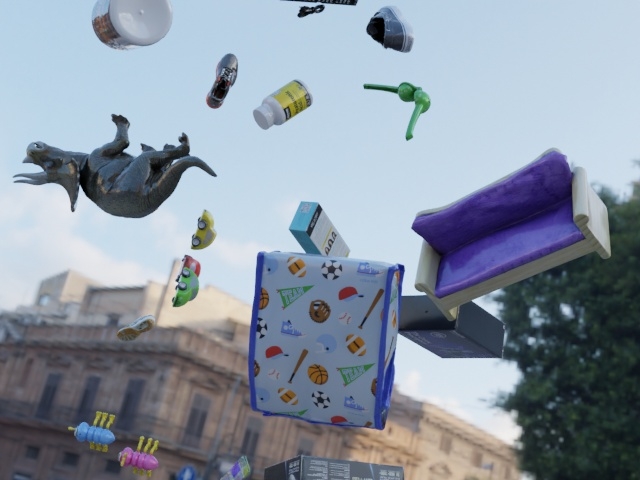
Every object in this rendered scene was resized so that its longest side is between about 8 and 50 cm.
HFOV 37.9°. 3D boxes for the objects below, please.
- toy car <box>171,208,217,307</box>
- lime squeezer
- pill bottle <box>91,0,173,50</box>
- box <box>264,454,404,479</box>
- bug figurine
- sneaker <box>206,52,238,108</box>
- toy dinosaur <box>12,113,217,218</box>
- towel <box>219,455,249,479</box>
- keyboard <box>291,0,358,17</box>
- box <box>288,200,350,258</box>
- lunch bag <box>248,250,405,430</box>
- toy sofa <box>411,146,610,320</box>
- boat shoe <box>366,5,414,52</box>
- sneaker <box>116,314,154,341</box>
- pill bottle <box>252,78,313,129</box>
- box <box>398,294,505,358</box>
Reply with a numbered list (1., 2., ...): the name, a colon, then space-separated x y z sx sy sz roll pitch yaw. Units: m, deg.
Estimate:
1. toy car: -0.297 0.073 2.164 0.053 0.225 0.239 19 -49 -10
2. lime squeezer: 0.204 -0.333 2.258 0.059 0.110 0.310 44 10 -36
3. pill bottle: -0.399 -0.460 1.932 0.130 0.130 0.246 23 -3 -25
4. box: 0.019 0.393 1.460 0.180 0.077 0.147 12 -26 -24
5. bug figurine: -0.469 0.531 2.071 0.216 0.279 0.072 9 2 1
6. sneaker: -0.245 -0.416 2.414 0.061 0.158 0.065 20 -13 -16
7. toy dinosaur: -0.271 -0.087 1.340 0.313 0.160 0.121 18 -23 26
8. towel: -0.187 0.514 2.034 0.009 0.083 0.060 37 12 -29
9. keyboard: 0.003 -0.426 1.599 0.180 0.023 0.108 -9 -39 -43
10. box: 0.000 0.000 2.632 0.060 0.100 0.244 6 -31 32
11. lunch bag: 0.012 0.227 2.139 0.328 0.385 0.239 5 1 14
12. toy sofa: 0.344 -0.007 1.755 0.362 0.150 0.177 -26 -60 31
13. boat shoe: 0.139 -0.462 2.045 0.076 0.228 0.080 1 -60 -13
14. sneaker: -0.370 0.176 1.881 0.083 0.037 0.032 -23 -69 7
15. pill bottle: -0.077 -0.269 1.865 0.065 0.116 0.065 40 -27 26
16. box: 0.332 0.222 2.384 0.184 0.103 0.261 -8 -26 36
